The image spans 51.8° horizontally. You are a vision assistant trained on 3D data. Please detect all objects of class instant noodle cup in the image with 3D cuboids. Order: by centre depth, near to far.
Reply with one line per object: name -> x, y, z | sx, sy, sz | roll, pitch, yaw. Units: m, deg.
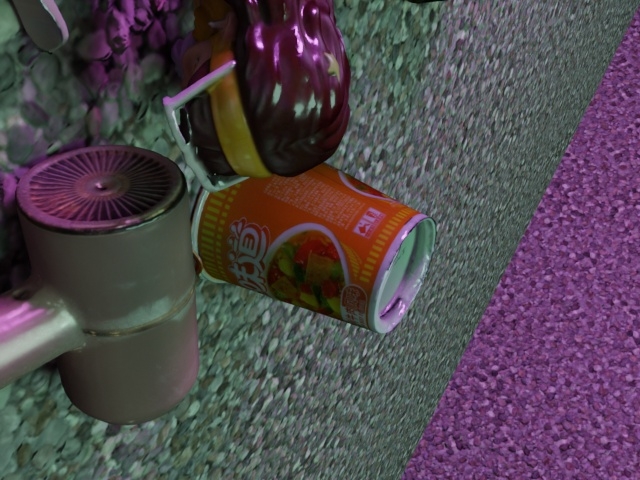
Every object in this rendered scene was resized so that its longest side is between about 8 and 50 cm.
instant noodle cup -> 0.000, 0.000, 0.619 | 0.168, 0.185, 0.168 | -44, 147, -40

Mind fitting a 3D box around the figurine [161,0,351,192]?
figurine -> -0.051, -0.142, 0.421 | 0.116, 0.240, 0.174 | -19, 147, -2

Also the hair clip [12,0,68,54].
hair clip -> -0.167, -0.193, 0.300 | 0.072, 0.034, 0.226 | -61, 153, -21

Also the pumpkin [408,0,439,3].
pumpkin -> 0.188, -0.411, 0.701 | 0.169, 0.148, 0.312 | -3, 110, -68

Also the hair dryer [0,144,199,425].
hair dryer -> -0.221, 0.087, 0.388 | 0.344, 0.107, 0.189 | -31, 140, -39
